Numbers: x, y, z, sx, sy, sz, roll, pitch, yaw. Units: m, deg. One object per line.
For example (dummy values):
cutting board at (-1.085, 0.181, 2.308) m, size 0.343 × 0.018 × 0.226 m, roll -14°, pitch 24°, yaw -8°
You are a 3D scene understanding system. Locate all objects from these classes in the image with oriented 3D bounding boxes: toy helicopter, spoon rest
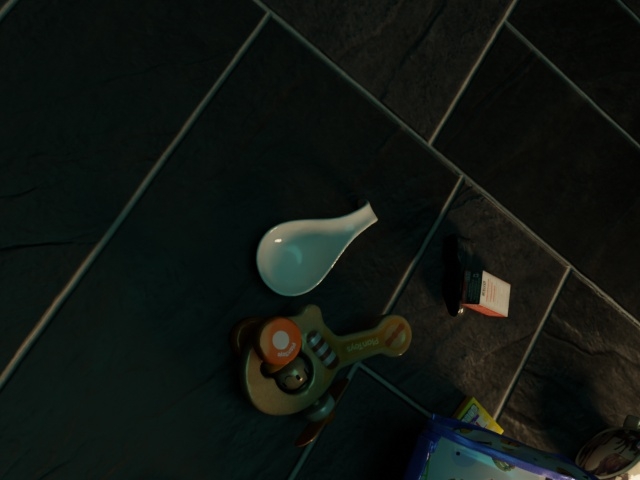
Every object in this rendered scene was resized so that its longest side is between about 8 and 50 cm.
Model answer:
toy helicopter at (0.020, 0.225, 1.557) m, size 0.354 × 0.140 × 0.235 m, roll -13°, pitch 90°, yaw -28°
spoon rest at (0.000, 0.000, 1.604) m, size 0.276 × 0.084 × 0.137 m, roll -32°, pitch 96°, yaw -25°

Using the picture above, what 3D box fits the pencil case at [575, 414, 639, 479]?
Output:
pencil case at (0.727, 0.580, 1.813) m, size 0.183 × 0.160 × 0.410 m, roll -40°, pitch 100°, yaw -9°

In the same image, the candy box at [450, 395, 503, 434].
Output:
candy box at (0.274, 0.423, 1.701) m, size 0.105 × 0.027 × 0.206 m, roll 48°, pitch 68°, yaw -15°

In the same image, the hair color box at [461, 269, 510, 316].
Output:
hair color box at (0.337, 0.109, 1.728) m, size 0.141 × 0.043 × 0.072 m, roll 25°, pitch 70°, yaw -53°

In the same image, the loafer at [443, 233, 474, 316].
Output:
loafer at (0.290, 0.073, 1.739) m, size 0.061 × 0.062 × 0.170 m, roll 9°, pitch 81°, yaw -28°

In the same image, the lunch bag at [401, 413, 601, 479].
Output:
lunch bag at (0.294, 0.518, 1.558) m, size 0.385 × 0.239 × 0.328 m, roll 21°, pitch 90°, yaw -23°
